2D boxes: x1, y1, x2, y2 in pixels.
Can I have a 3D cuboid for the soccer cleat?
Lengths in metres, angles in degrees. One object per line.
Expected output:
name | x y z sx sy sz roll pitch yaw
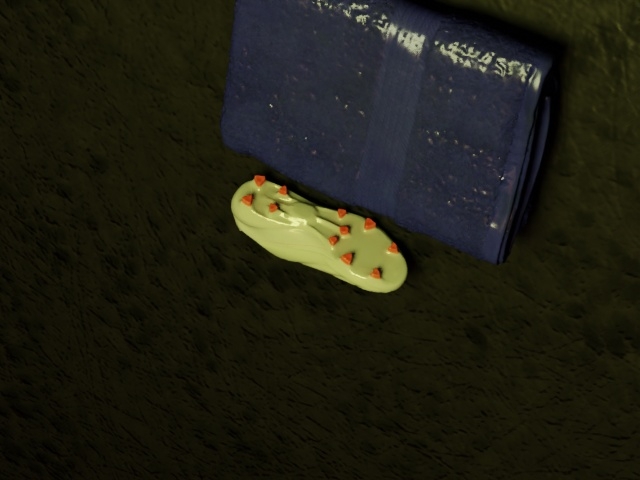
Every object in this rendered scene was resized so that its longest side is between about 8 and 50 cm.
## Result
soccer cleat | 0.000 0.000 1.767 0.196 0.068 0.076 28 151 14

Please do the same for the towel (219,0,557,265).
towel | 0.061 -0.129 1.614 0.308 0.076 0.227 24 128 17
